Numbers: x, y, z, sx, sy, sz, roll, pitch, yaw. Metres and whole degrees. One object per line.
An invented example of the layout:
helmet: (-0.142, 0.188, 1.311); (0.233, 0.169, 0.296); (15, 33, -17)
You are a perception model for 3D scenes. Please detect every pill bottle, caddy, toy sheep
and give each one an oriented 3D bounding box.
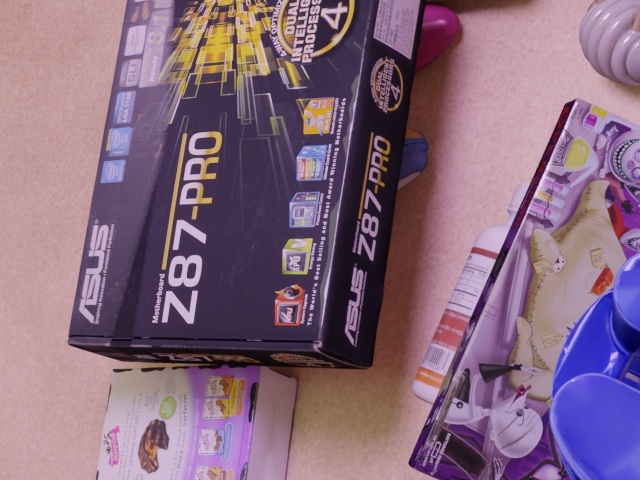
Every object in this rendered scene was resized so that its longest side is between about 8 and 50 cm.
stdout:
pill bottle: (0.177, 0.064, 1.631); (0.121, 0.121, 0.216); (22, 86, 40)
caddy: (0.342, 0.146, 1.432); (0.341, 0.179, 0.241); (27, 85, 20)
toy sheep: (0.285, -0.186, 1.673); (0.091, 0.091, 0.132); (-47, 37, 12)

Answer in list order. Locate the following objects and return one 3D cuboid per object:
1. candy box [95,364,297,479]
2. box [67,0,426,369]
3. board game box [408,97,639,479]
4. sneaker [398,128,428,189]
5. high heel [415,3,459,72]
candy box: (-0.130, 0.213, 1.832); (0.196, 0.070, 0.164); (-4, 70, 35)
box: (-0.070, -0.077, 1.746); (0.318, 0.097, 0.394); (-1, 74, 39)
board game box: (0.238, 0.077, 1.552); (0.056, 0.208, 0.346); (175, 119, -83)
sneaker: (0.000, 0.000, 1.816); (0.296, 0.112, 0.131); (-32, 74, 24)
high heel: (0.016, -0.211, 1.859); (0.244, 0.117, 0.082); (-5, 69, 35)
